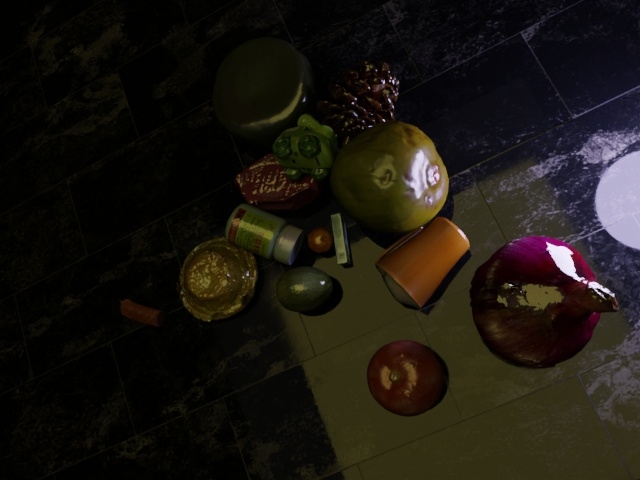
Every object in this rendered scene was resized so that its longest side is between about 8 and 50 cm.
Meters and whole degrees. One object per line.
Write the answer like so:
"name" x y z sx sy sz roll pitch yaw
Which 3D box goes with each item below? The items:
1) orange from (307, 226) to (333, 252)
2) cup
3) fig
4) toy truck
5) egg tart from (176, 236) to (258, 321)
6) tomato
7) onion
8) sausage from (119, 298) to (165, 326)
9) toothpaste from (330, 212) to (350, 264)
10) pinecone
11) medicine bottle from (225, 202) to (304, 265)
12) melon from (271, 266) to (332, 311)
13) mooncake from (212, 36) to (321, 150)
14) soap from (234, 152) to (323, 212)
"orange" 0.000 0.001 1.837 0.083 0.083 0.083 -4 77 16
"cup" 0.286 0.054 1.708 0.264 0.182 0.226 -44 38 -4
"fig" 0.186 -0.174 1.706 0.343 0.343 0.343 -4 77 16
"toy truck" -0.030 -0.290 1.774 0.187 0.148 0.210 21 63 35
"egg tart" -0.346 0.119 1.896 0.295 0.116 0.294 -3 78 15
"tomato" 0.237 0.380 1.620 0.208 0.184 0.208 -8 74 27
"onion" 0.580 0.151 1.466 0.348 0.385 0.347 3 81 -22
"sausage" -0.611 0.244 1.975 0.169 0.065 0.065 14 82 20
"toothpaste" 0.063 -0.002 1.835 0.034 0.046 0.164 -12 74 16
"pinecone" 0.127 -0.430 1.816 0.244 0.244 0.309 16 65 20
"medicine bottle" -0.176 -0.019 1.850 0.225 0.139 0.139 22 85 9
"melon" -0.059 0.150 1.788 0.192 0.139 0.139 -14 74 8
"mooncake" -0.175 -0.478 1.941 0.356 0.194 0.356 -3 80 19
"soap" -0.137 -0.187 1.907 0.289 0.112 0.182 1 72 18
